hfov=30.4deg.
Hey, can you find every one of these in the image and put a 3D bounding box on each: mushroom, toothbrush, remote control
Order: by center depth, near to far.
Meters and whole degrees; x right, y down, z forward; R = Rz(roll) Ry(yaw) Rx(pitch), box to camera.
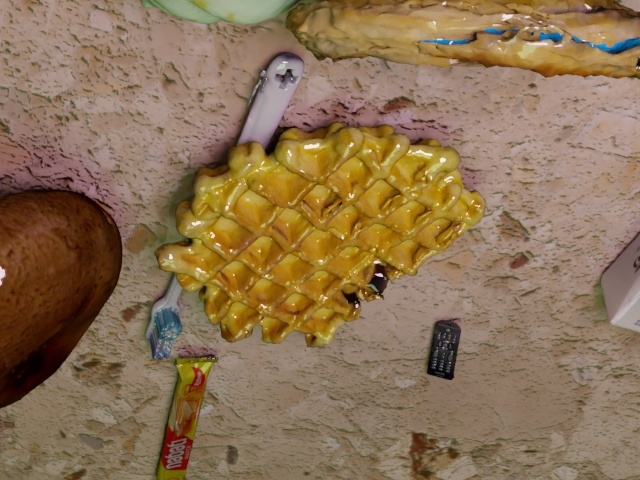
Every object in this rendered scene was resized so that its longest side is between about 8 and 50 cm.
[{"bbox_3d":[-0.309,0.036,1.108,0.267,0.267,0.255,-19,99,22],"label":"mushroom"},{"bbox_3d":[-0.103,-0.024,1.140,0.042,0.040,0.418,2,137,-28],"label":"toothbrush"},{"bbox_3d":[0.136,0.119,1.294,0.034,0.016,0.091,14,138,10],"label":"remote control"}]

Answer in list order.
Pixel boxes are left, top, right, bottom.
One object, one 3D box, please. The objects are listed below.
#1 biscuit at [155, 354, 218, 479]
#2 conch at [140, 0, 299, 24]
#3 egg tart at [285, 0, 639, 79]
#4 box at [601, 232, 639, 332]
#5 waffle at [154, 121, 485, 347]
[{"bbox_3d":[-0.167,0.222,1.414,0.048,0.026,0.292,-6,141,-20],"label":"biscuit"},{"bbox_3d":[-0.033,-0.245,0.850,0.250,0.137,0.143,-30,103,7],"label":"conch"},{"bbox_3d":[0.115,-0.174,0.846,0.290,0.291,0.107,2,99,0],"label":"egg tart"},{"bbox_3d":[0.431,0.047,1.162,0.259,0.071,0.168,17,135,-14],"label":"box"},{"bbox_3d":[0.000,-0.002,1.114,0.309,0.065,0.283,-5,136,-1],"label":"waffle"}]
